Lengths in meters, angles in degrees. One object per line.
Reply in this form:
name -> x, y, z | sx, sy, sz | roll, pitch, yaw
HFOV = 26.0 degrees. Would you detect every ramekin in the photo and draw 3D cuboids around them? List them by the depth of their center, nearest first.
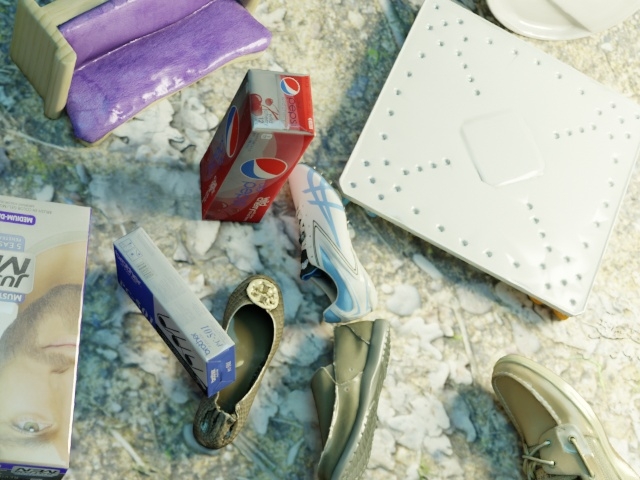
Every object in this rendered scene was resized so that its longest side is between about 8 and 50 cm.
ramekin -> 0.372, -0.438, 2.094 | 0.273, 0.273, 0.127 | 6, 52, -16

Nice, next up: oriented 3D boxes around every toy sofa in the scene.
toy sofa -> -0.224, -0.294, 1.882 | 0.362, 0.150, 0.177 | -32, 78, -28

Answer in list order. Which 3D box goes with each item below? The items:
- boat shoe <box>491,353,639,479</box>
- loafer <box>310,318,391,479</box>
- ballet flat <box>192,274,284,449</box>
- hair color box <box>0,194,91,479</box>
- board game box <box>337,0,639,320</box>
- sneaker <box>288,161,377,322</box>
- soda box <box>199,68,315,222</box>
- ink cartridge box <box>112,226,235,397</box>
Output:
boat shoe -> 0.320, 0.285, 1.827 | 0.098, 0.109, 0.302 | -37, 87, -30
loafer -> 0.029, 0.209, 1.782 | 0.087, 0.094, 0.251 | 7, 52, 12
ballet flat -> -0.101, 0.149, 1.772 | 0.084, 0.058, 0.249 | 25, 61, -7
hair color box -> -0.385, 0.116, 1.665 | 0.185, 0.110, 0.338 | 8, 66, -16
board game box -> 0.257, -0.124, 2.023 | 0.390, 0.050, 0.390 | 28, 60, -4
sneaker -> 0.000, 0.000, 1.863 | 0.086, 0.085, 0.237 | -16, 69, -17
soda box -> -0.085, -0.115, 1.780 | 0.083, 0.263, 0.092 | 3, 66, -18
ink cartridge box -> -0.182, 0.088, 1.720 | 0.046, 0.097, 0.207 | -31, 63, -21
